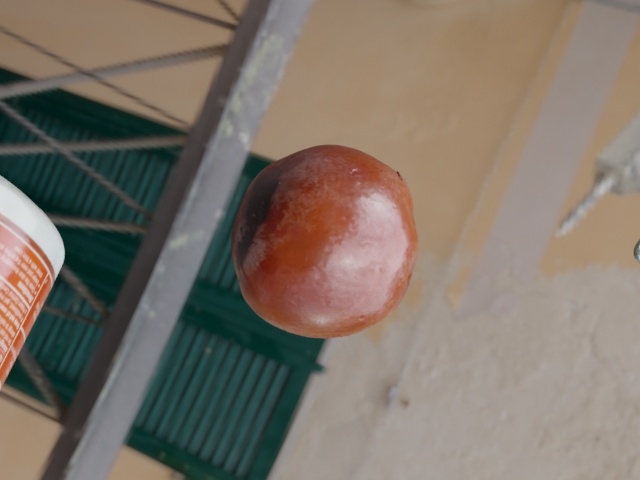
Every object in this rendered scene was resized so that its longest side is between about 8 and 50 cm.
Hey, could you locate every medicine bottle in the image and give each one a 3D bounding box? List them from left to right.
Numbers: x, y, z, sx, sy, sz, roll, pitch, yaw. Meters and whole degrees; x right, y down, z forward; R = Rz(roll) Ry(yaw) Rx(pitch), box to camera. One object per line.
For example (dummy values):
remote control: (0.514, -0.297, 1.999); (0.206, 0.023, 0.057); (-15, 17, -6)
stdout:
medicine bottle: (-0.402, 0.054, 1.358); (0.240, 0.253, 0.252); (-67, 152, -26)

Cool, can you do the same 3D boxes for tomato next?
tomato: (0.000, 0.000, 1.510); (0.185, 0.208, 0.208); (8, 106, -14)

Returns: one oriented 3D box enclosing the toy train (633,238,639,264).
toy train: (0.321, 0.005, 1.108); (0.252, 0.048, 0.055); (0, 95, -35)
